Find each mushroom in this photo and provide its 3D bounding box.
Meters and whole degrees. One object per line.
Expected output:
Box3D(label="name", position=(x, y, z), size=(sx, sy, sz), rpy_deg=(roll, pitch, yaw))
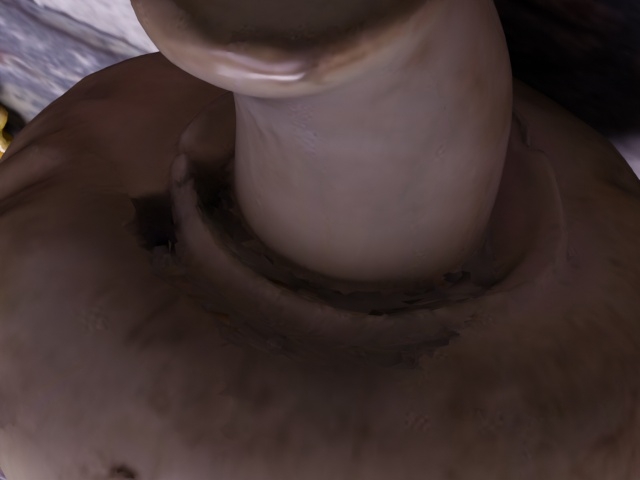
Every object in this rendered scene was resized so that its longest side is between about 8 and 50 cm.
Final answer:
Box3D(label="mushroom", position=(-0.008, 0.033, 0.799), size=(0.315, 0.315, 0.356), rpy_deg=(20, -177, 23))

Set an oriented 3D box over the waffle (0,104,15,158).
Box3D(label="waffle", position=(-0.289, -0.084, 1.221), size=(0.253, 0.056, 0.249), rpy_deg=(24, 152, 14))
